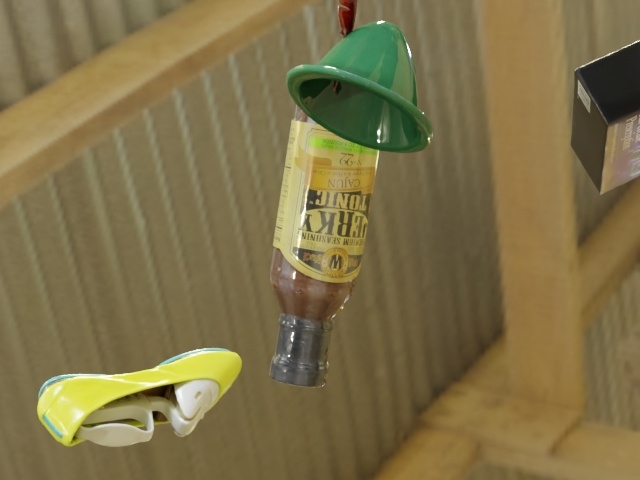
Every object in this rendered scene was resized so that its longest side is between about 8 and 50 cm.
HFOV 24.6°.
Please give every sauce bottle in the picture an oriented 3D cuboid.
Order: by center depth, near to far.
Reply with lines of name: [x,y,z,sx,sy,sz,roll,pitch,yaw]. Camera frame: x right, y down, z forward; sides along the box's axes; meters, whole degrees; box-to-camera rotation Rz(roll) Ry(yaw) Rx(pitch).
sauce bottle: [0.000,0.000,1.736,0.111,0.111,0.344,-1,-80,-54]

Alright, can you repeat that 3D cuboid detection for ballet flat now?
ballet flat: [-0.167,0.164,1.455,0.231,0.077,0.077,-6,-48,-35]

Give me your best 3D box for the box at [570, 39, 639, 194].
box: [0.459,-0.186,2.072,0.184,0.103,0.261,-27,-21,-1]

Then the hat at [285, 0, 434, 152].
hat: [0.071,-0.220,1.590,0.208,0.173,0.184,72,-142,-70]
